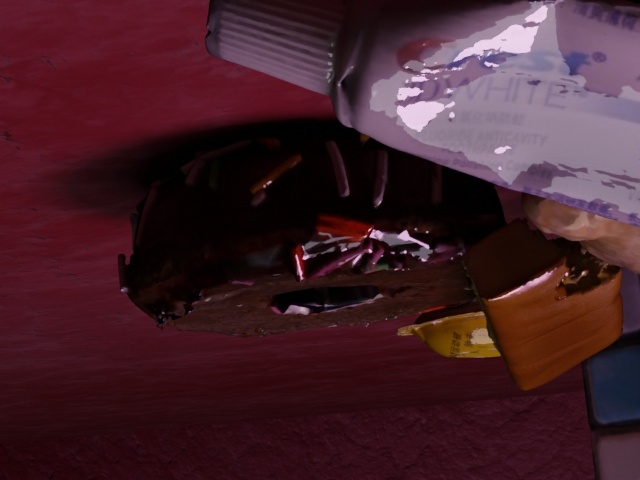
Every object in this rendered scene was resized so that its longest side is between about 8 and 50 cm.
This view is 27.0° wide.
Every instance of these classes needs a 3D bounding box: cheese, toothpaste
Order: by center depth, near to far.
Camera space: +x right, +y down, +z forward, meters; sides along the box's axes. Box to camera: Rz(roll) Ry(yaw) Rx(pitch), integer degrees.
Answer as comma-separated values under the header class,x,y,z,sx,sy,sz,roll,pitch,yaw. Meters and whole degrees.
class,x,y,z,sx,sy,sz,roll,pitch,yaw
toothpaste,0.088,-0.056,0.533,0.282,0.068,0.099,18,168,9
cheese,0.217,0.085,1.443,0.270,0.069,0.177,-5,168,1

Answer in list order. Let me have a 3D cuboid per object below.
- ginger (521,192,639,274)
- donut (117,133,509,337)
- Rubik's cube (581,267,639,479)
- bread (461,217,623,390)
class,x,y,z,sx,sy,sz,roll,pitch,yaw
ginger,0.199,-0.043,0.690,0.190,0.126,0.354,-34,162,6
donut,0.000,0.000,0.881,0.269,0.103,0.270,-7,169,-1
Rubik's cube,0.356,0.064,0.960,0.256,0.253,0.259,-15,166,43
bread,0.142,0.036,0.830,0.088,0.049,0.226,-27,158,2
